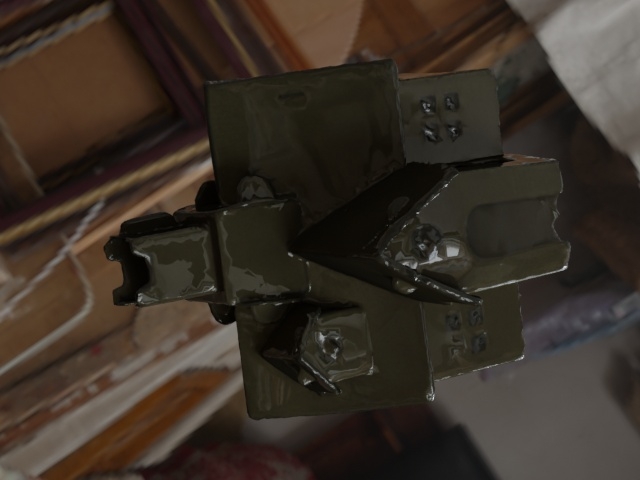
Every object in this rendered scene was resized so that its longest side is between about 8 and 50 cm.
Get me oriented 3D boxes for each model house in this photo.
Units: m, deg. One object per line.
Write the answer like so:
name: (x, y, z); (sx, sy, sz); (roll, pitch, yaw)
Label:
model house: (0.000, 0.000, 0.794); (0.204, 0.243, 0.211); (2, -79, 60)
